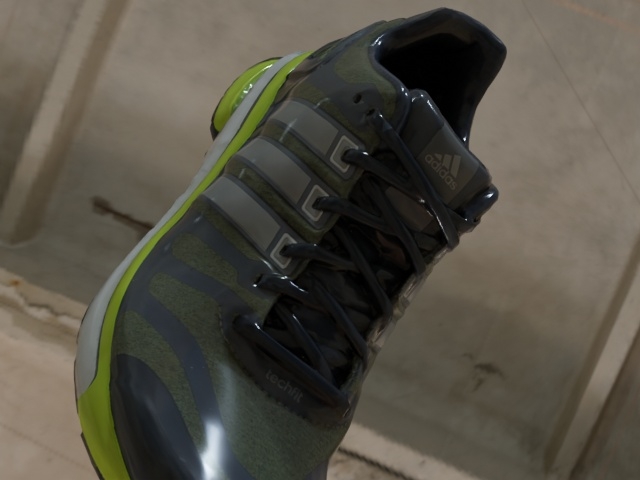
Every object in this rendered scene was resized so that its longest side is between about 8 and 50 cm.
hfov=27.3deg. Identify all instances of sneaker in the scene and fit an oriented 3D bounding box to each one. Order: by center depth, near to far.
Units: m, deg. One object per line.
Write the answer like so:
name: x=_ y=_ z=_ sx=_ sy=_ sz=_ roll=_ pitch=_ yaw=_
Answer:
sneaker: x=0.000 y=0.000 z=0.515 sx=0.121 sy=0.300 sz=0.111 roll=-30 pitch=-60 yaw=35
